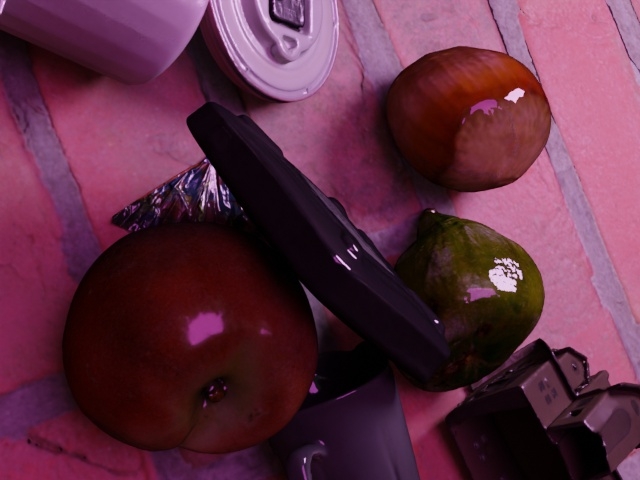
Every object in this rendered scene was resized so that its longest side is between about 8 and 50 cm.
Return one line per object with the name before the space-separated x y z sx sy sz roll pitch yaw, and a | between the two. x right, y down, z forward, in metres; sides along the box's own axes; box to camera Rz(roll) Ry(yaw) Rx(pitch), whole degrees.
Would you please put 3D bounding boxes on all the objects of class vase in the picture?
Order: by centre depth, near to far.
vase | 0.043 0.283 1.227 0.300 0.156 0.251 70 23 -4

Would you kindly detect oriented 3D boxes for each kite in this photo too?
kite | -0.127 -0.013 1.292 0.232 0.009 0.189 16 69 -25

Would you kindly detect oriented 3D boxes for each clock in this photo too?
clock | -0.056 -0.283 1.333 0.244 0.056 0.244 7 82 -53

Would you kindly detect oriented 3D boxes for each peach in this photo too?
peach | -0.130 0.093 1.136 0.252 0.252 0.252 9 72 -28

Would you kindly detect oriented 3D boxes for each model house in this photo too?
model house | 0.318 0.222 1.387 0.243 0.204 0.211 -29 92 -49

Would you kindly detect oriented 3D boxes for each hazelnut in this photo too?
hazelnut | 0.186 -0.159 1.420 0.214 0.176 0.214 18 40 -16

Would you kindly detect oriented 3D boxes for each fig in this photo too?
fig | 0.148 0.043 1.354 0.203 0.203 0.235 -5 51 -31

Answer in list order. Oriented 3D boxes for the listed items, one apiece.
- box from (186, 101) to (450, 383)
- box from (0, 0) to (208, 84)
box | 0.000 0.000 1.176 0.073 0.290 0.289 -42 141 5
box | -0.250 -0.261 1.183 0.206 0.262 0.291 25 99 -33
